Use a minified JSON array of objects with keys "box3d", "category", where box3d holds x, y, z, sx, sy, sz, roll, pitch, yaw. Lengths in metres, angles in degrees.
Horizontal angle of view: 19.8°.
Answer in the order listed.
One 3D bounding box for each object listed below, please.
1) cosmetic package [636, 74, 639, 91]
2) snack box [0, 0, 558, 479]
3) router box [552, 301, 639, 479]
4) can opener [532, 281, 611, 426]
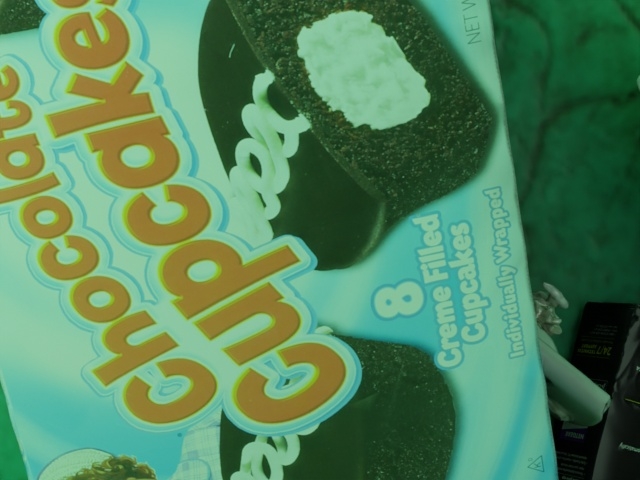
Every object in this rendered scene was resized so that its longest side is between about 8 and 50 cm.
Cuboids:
[{"box3d":[0.287,-0.013,0.753,0.224,0.138,0.224,-19,85,-29],"category":"cosmetic package"},{"box3d":[-0.033,-0.039,0.619,0.187,0.060,0.322,-12,115,0],"category":"snack box"},{"box3d":[0.182,0.113,0.789,0.179,0.046,0.133,18,83,-20],"category":"router box"},{"box3d":[0.000,0.000,0.706,0.280,0.074,0.093,42,76,-15],"category":"can opener"}]
